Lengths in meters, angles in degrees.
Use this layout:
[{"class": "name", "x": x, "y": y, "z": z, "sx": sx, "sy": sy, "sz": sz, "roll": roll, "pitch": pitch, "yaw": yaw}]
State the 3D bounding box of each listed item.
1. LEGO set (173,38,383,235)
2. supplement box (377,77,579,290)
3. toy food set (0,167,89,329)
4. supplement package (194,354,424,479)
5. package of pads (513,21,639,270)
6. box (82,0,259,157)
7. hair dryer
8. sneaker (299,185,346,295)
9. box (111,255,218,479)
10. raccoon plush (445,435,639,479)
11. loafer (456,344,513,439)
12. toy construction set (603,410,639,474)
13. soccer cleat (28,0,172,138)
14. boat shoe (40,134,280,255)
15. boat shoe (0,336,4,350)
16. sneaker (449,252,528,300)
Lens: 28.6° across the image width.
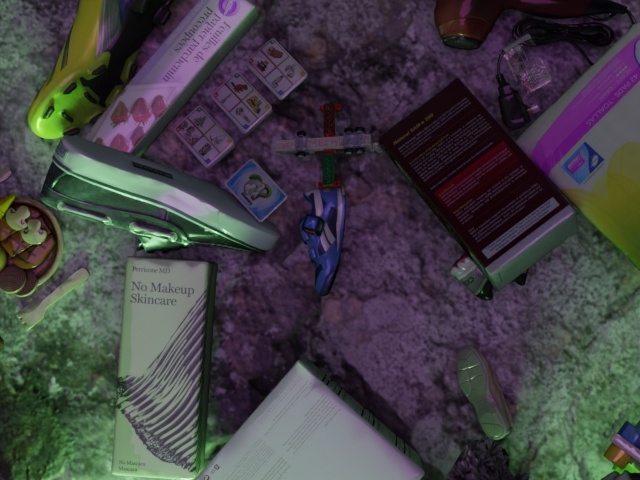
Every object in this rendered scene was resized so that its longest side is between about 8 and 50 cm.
[{"class": "LEGO set", "x": -0.046, "y": -0.118, "z": 1.617, "sx": 0.182, "sy": 0.060, "sz": 0.244, "roll": -43, "pitch": 68, "yaw": -1}, {"class": "supplement box", "x": 0.194, "y": -0.071, "z": 1.557, "sx": 0.130, "sy": 0.073, "sz": 0.239, "roll": -37, "pitch": 66, "yaw": 1}, {"class": "toy food set", "x": -0.401, "y": 0.007, "z": 1.638, "sx": 0.132, "sy": 0.038, "sz": 0.192, "roll": -39, "pitch": 86, "yaw": 1}, {"class": "supplement package", "x": -0.010, "y": 0.282, "z": 1.552, "sx": 0.203, "sy": 0.149, "sz": 0.194, "roll": 41, "pitch": 90, "yaw": 4}, {"class": "package of pads", "x": 0.410, "y": -0.097, "z": 1.500, "sx": 0.229, "sy": 0.101, "sz": 0.296, "roll": -45, "pitch": 55, "yaw": 9}, {"class": "box", "x": -0.207, "y": -0.194, "z": 1.624, "sx": 0.063, "sy": 0.067, "sz": 0.324, "roll": 40, "pitch": 91, "yaw": 3}, {"class": "hair dryer", "x": 0.254, "y": -0.304, "z": 1.614, "sx": 0.224, "sy": 0.080, "sz": 0.293, "roll": -32, "pitch": 94, "yaw": -12}, {"class": "sneaker", "x": 0.000, "y": 0.000, "z": 1.613, "sx": 0.059, "sy": 0.053, "sz": 0.144, "roll": 5, "pitch": 79, "yaw": -1}, {"class": "box", "x": -0.197, "y": 0.159, "z": 1.594, "sx": 0.113, "sy": 0.094, "sz": 0.275, "roll": 2, "pitch": 88, "yaw": 3}, {"class": "raccoon plush", "x": 0.234, "y": 0.439, "z": 1.474, "sx": 0.299, "sy": 0.216, "sz": 0.446, "roll": 30, "pitch": 118, "yaw": 12}, {"class": "loafer", "x": 0.211, "y": 0.192, "z": 1.606, "sx": 0.045, "sy": 0.039, "sz": 0.125, "roll": -25, "pitch": 83, "yaw": 35}, {"class": "toy construction set", "x": 0.480, "y": 0.312, "z": 1.494, "sx": 0.151, "sy": 0.215, "sz": 0.327, "roll": -40, "pitch": 87, "yaw": 1}, {"class": "soccer cleat", "x": -0.290, "y": -0.261, "z": 1.633, "sx": 0.121, "sy": 0.093, "sz": 0.289, "roll": 39, "pitch": 95, "yaw": 34}, {"class": "boat shoe", "x": -0.201, "y": -0.031, "z": 1.576, "sx": 0.301, "sy": 0.108, "sz": 0.102, "roll": 20, "pitch": 106, "yaw": -21}, {"class": "boat shoe", "x": -0.507, "y": 0.094, "z": 1.631, "sx": 0.207, "sy": 0.073, "sz": 0.073, "roll": 40, "pitch": 53, "yaw": 0}, {"class": "sneaker", "x": 0.250, "y": 0.017, "z": 1.596, "sx": 0.170, "sy": 0.063, "sz": 0.075, "roll": -34, "pitch": 93, "yaw": 0}]
